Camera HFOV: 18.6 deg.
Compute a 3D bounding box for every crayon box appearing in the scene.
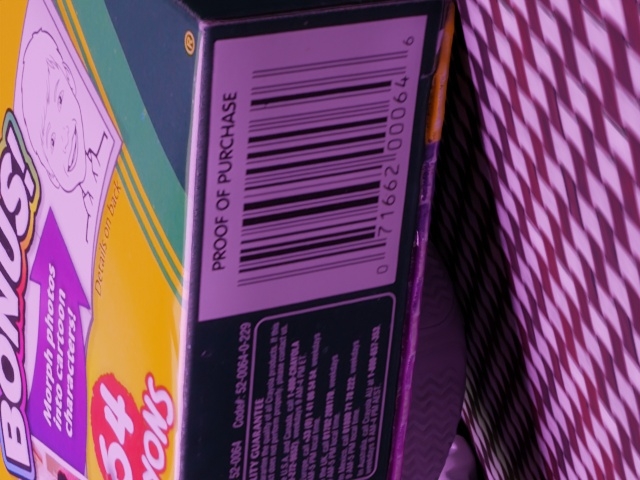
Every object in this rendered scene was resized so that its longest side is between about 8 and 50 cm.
[{"bbox_3d":[-0.083,0.014,0.834,0.313,0.106,0.363,43,135,50],"label":"crayon box"}]

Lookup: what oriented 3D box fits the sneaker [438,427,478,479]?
[{"bbox_3d":[0.054,0.187,0.998,0.095,0.104,0.236,78,171,-47],"label":"sneaker"}]

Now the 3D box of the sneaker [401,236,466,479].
[{"bbox_3d":[0.000,0.000,0.945,0.153,0.101,0.268,-165,62,-85],"label":"sneaker"}]
